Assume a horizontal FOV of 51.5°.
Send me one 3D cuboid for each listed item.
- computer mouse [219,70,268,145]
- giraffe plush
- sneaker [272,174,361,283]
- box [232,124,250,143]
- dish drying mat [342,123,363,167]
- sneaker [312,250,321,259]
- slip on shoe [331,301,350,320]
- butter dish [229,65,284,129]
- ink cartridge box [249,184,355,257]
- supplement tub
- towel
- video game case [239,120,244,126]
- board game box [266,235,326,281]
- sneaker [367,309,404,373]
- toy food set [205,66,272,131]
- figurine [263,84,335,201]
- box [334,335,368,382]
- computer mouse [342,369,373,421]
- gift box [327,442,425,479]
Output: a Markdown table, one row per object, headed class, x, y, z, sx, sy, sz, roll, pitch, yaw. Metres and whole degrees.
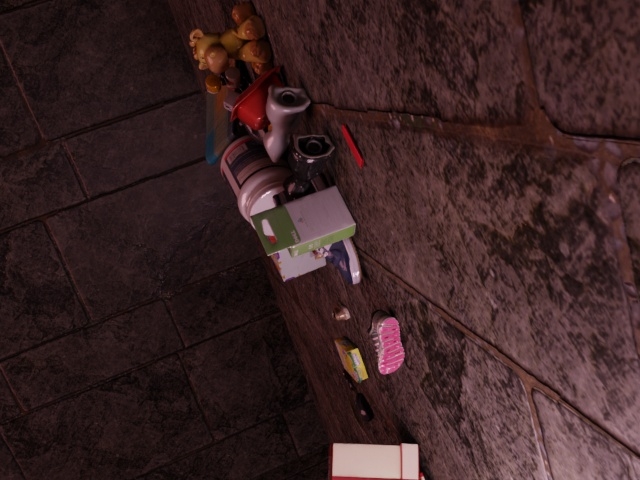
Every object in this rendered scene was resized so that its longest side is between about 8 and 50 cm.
| class | x | y | z | sx | sy | sz | roll | pitch | yaw |
| --- | --- | --- | --- | --- | --- | --- | --- | --- | --- |
| computer mouse | -0.193 | -0.366 | 1.887 | 0.262 | 0.060 | 0.184 | 53 | -160 | -8 |
| giraffe plush | -0.232 | -0.485 | 1.649 | 0.210 | 0.170 | 0.181 | -126 | 17 | -53 |
| sneaker | -0.017 | -0.007 | 1.569 | 0.099 | 0.153 | 0.282 | 112 | 135 | -76 |
| box | -0.242 | -0.284 | 2.253 | 0.182 | 0.119 | 0.181 | -132 | 24 | -61 |
| dish drying mat | 0.061 | -0.177 | 1.239 | 0.032 | 0.008 | 0.083 | 97 | 149 | -70 |
| sneaker | 0.000 | 0.000 | 1.738 | 0.185 | 0.069 | 0.084 | 142 | 105 | -77 |
| slip on shoe | 0.052 | 0.216 | 1.980 | 0.135 | 0.041 | 0.051 | -161 | 50 | -76 |
| butter dish | -0.131 | -0.323 | 1.614 | 0.118 | 0.160 | 0.160 | 46 | 171 | -6 |
| ink cartridge box | -0.039 | -0.033 | 1.472 | 0.062 | 0.209 | 0.109 | 98 | 150 | -65 |
| supplement tub | -0.161 | -0.160 | 1.888 | 0.191 | 0.191 | 0.272 | 79 | 166 | -45 |
| towel | -0.316 | -0.414 | 2.159 | 0.370 | 0.040 | 0.271 | 161 | 110 | -67 |
| video game case | -0.240 | -0.301 | 2.468 | 0.204 | 0.025 | 0.285 | -133 | 24 | -62 |
| board game box | -0.107 | -0.037 | 2.001 | 0.144 | 0.142 | 0.275 | 80 | 165 | -47 |
| sneaker | 0.143 | 0.222 | 1.483 | 0.075 | 0.063 | 0.170 | -126 | 23 | -53 |
| toy food set | -0.189 | -0.367 | 1.760 | 0.232 | 0.111 | 0.104 | 28 | 164 | 3 |
| figurine | -0.068 | -0.206 | 1.476 | 0.215 | 0.092 | 0.209 | 65 | 155 | 21 |
| box | 0.097 | 0.370 | 2.066 | 0.179 | 0.043 | 0.105 | -148 | 38 | -77 |
| computer mouse | 0.118 | 0.534 | 2.293 | 0.242 | 0.041 | 0.071 | -126 | 17 | -56 |
| gift box | 0.149 | 0.679 | 1.765 | 0.255 | 0.258 | 0.276 | 97 | 174 | -75 |
